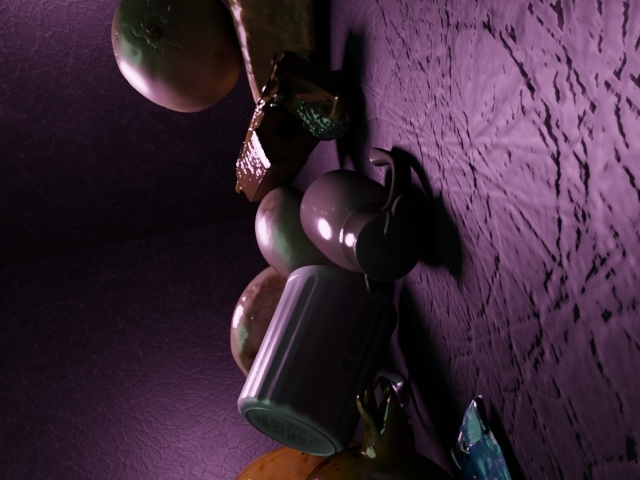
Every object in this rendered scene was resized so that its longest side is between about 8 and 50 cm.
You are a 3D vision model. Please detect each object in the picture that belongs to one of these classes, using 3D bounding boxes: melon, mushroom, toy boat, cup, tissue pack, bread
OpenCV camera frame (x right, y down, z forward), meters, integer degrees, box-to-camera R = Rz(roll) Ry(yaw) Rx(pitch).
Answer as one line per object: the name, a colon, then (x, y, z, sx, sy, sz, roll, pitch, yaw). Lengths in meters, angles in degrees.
melon: (-0.254, -0.351, 0.923, 0.317, 0.222, 0.223, -109, 8, -82)
mushroom: (0.000, 0.000, 0.824, 0.226, 0.178, 0.226, 46, -175, -6)
toy boat: (-0.068, -0.149, 0.846, 0.445, 0.135, 0.162, 148, 143, -70)
cup: (0.021, 0.169, 0.666, 0.167, 0.220, 0.202, 99, -166, -53)
mushroom: (-0.018, 0.186, 0.959, 0.290, 0.292, 0.293, 20, 125, 56)
tissue pack: (0.134, 0.196, 0.434, 0.138, 0.027, 0.085, 78, 177, -51)
bread: (-0.086, -0.428, 0.871, 0.324, 0.143, 0.334, 86, 171, -69)

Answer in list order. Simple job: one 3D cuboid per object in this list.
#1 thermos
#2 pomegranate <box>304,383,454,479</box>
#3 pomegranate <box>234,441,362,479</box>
thermos: (0.049, -0.030, 0.535, 0.193, 0.104, 0.137, -129, 59, -73)
pomegranate: (0.061, 0.283, 0.514, 0.198, 0.198, 0.246, -111, 14, -66)
pomegranate: (-0.003, 0.472, 0.809, 0.410, 0.409, 0.411, 168, 90, -86)
